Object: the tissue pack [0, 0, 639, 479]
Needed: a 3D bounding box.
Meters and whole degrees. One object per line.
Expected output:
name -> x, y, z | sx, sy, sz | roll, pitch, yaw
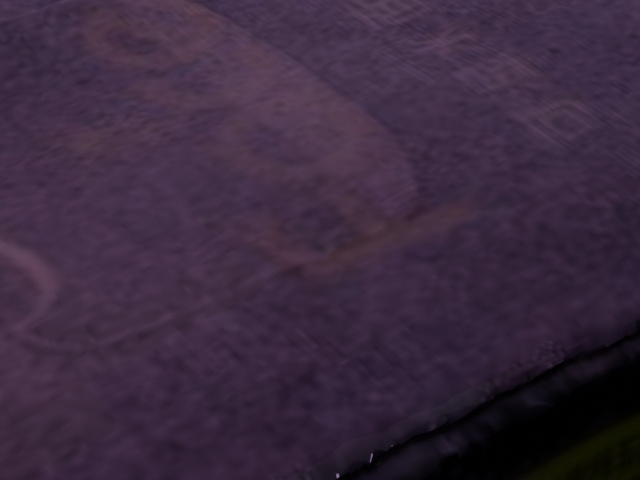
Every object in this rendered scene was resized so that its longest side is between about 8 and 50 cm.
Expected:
tissue pack -> 0.000, 0.000, 0.489 | 0.394, 0.124, 0.288 | -22, 39, -26
